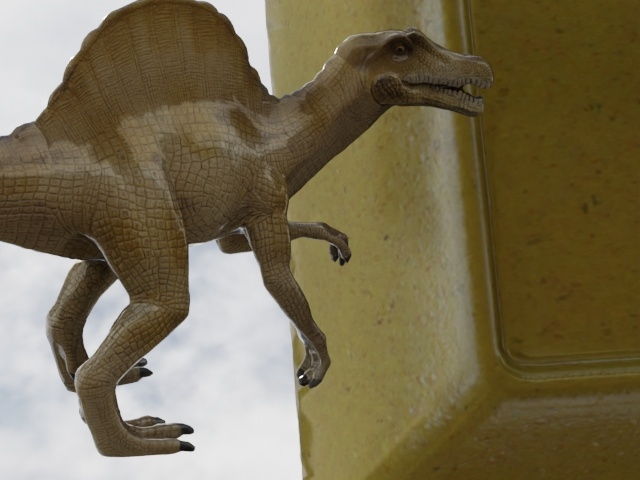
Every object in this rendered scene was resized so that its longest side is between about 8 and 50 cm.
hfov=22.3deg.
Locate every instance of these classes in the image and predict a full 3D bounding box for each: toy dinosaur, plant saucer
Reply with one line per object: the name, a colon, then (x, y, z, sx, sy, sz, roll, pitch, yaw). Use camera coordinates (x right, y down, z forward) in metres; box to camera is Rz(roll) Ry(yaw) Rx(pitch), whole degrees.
toy dinosaur: (-0.042, -0.006, 0.350, 0.183, 0.053, 0.092, -15, -67, -39)
plant saucer: (0.151, -0.059, 0.612, 0.333, 0.332, 0.081, -3, -11, -10)
